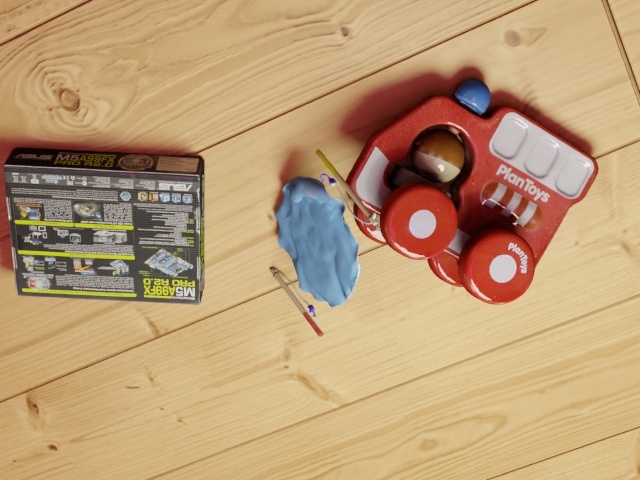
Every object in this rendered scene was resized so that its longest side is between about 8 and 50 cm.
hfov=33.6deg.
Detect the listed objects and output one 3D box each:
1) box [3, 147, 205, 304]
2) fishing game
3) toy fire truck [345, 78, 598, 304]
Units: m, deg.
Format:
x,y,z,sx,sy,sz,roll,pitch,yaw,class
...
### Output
x,y,z,sx,sy,sz,roll,pitch,yaw,class
-0.300,-0.018,1.503,0.270,0.060,0.216,2,121,-1,box
0.000,0.000,1.459,0.041,0.189,0.264,-19,145,-33,fishing game
0.198,-0.074,1.431,0.302,0.169,0.254,30,90,-15,toy fire truck
